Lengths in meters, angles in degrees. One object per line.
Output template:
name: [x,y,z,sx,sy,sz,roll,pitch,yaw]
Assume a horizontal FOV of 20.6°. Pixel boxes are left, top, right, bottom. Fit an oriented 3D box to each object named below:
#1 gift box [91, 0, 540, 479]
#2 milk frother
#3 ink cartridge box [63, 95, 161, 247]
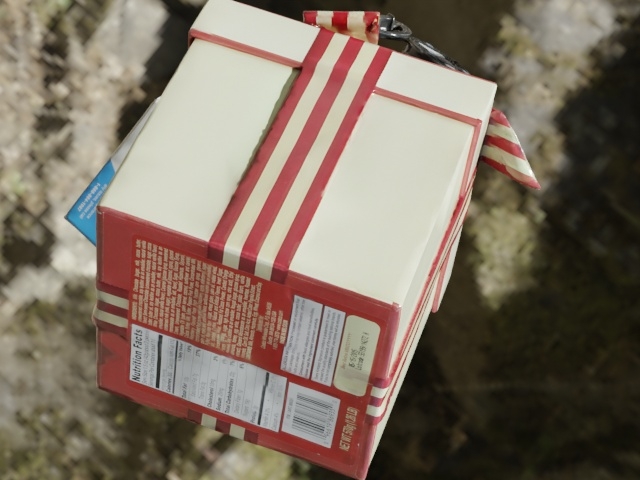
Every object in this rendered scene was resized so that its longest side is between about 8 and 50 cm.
gift box: [0.000,0.000,1.302,0.255,0.276,0.258,106,6,-51]
milk frother: [0.074,-0.167,1.944,0.135,0.129,0.143,-56,-158,15]
ink cartridge box: [-0.083,-0.023,1.689,0.171,0.232,0.168,-47,177,29]
